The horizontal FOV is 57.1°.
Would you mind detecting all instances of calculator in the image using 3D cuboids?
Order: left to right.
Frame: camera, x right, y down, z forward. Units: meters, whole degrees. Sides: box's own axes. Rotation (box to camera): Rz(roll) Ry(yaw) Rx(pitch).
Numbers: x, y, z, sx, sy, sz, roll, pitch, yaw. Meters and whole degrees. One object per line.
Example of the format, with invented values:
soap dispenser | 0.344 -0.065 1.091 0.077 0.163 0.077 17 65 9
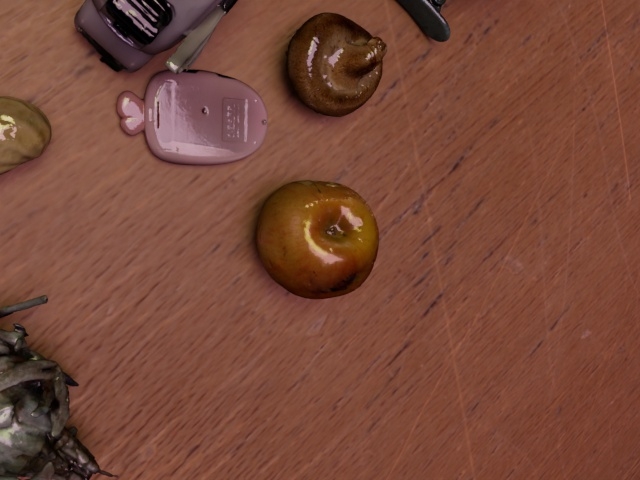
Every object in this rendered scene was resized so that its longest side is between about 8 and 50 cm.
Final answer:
calculator | -0.135 -0.134 0.643 0.166 0.024 0.103 -2 100 -27

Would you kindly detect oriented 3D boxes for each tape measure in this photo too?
tape measure | -0.126 -0.244 0.542 0.105 0.178 0.196 43 80 -26

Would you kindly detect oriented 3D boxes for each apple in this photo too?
apple | 0.000 0.000 0.673 0.146 0.146 0.146 -5 101 -25

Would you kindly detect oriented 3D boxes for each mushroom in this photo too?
mushroom | 0.018 -0.202 0.674 0.126 0.085 0.109 25 117 -41

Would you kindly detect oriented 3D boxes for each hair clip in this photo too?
hair clip | 0.044 -0.319 0.695 0.275 0.048 0.083 12 95 -22

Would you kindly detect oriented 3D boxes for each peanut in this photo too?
peanut | -0.341 -0.097 0.521 0.187 0.082 0.082 4 97 -26

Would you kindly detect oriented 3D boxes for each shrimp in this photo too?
shrimp | -0.341 0.117 0.521 0.221 0.166 0.410 -45 102 -10
